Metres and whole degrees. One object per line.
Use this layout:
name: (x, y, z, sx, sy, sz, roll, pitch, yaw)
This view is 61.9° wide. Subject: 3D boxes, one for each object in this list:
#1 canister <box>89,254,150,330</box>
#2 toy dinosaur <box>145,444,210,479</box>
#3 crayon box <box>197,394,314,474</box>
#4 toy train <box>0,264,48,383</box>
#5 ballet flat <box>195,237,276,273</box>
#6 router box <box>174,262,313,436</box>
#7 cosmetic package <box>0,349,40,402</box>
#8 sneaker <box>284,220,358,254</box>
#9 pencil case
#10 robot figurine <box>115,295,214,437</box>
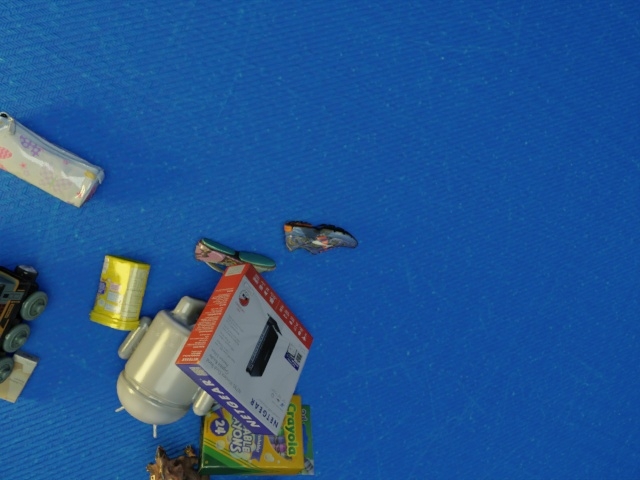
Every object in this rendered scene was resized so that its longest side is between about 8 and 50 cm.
canister: (-0.508, 0.131, 1.361, 0.126, 0.073, 0.169, 13, 90, 19)
toy dinosaur: (-0.351, 0.651, 1.413, 0.296, 0.200, 0.127, 41, 83, -17)
crayon box: (-0.163, 0.528, 1.464, 0.323, 0.083, 0.203, 8, 51, -18)
toy train: (-0.777, 0.206, 1.231, 0.142, 0.190, 0.333, 25, 86, 11)
ballet flat: (-0.236, 0.060, 1.462, 0.222, 0.077, 0.079, 18, 109, -13)
router box: (-0.174, 0.278, 1.359, 0.335, 0.082, 0.301, 55, 41, -34)
cosmetic package: (-0.763, 0.340, 1.340, 0.060, 0.041, 0.115, 28, 87, -18)
sneaker: (0.000, 0.000, 1.527, 0.222, 0.083, 0.087, 8, 107, -12)
pencil case: (-0.663, -0.191, 1.278, 0.273, 0.113, 0.124, 33, 108, -18)
robot figurine: (-0.382, 0.317, 1.370, 0.300, 0.200, 0.353, 29, 86, 20)
